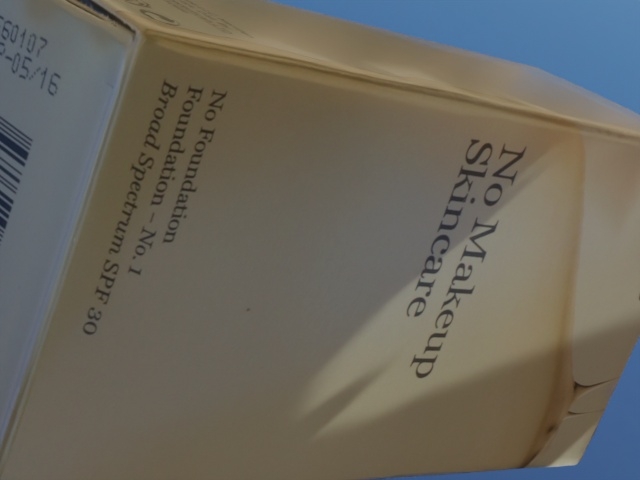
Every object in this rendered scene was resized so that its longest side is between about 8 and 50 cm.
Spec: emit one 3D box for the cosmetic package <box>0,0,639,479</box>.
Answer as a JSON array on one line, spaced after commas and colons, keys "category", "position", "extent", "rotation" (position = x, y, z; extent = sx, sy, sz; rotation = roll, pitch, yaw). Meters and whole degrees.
[{"category": "cosmetic package", "position": [0.000, 0.000, 0.563], "extent": [0.309, 0.160, 0.113], "rotation": [5, -159, -44]}]
